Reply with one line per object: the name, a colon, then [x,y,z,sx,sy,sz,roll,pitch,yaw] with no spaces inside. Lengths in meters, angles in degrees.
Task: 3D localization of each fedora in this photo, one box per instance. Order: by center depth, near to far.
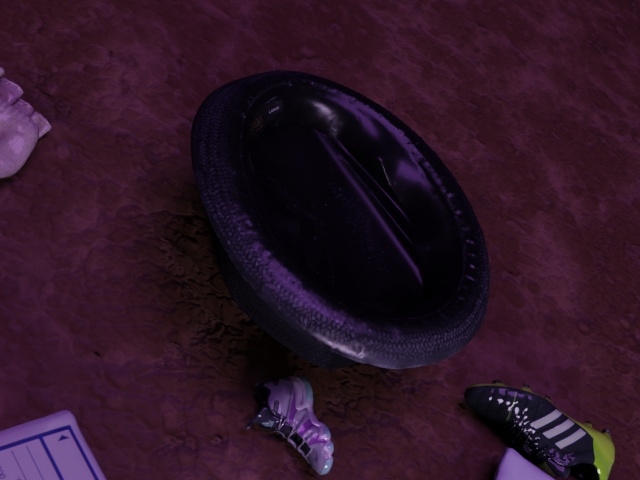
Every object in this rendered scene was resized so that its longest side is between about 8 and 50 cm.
fedora: [0.000,0.000,0.910,0.334,0.152,0.334,18,47,-20]

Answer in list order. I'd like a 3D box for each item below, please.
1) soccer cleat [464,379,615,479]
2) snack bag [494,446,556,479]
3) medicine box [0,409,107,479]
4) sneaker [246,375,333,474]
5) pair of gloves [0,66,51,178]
soccer cleat: [0.223,0.200,0.963,0.178,0.060,0.072,27,57,-12]
snack bag: [0.241,0.384,0.834,0.323,0.037,0.343,34,44,-5]
medicine box: [-0.223,0.273,0.518,0.289,0.149,0.264,-13,62,-48]
sneaker: [-0.033,0.166,0.839,0.069,0.038,0.098,0,46,-31]
pair of gloves: [-0.378,-0.131,0.855,0.240,0.042,0.204,40,43,1]
